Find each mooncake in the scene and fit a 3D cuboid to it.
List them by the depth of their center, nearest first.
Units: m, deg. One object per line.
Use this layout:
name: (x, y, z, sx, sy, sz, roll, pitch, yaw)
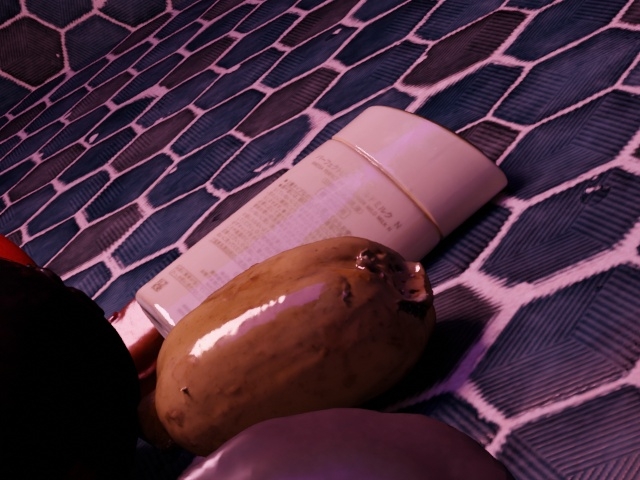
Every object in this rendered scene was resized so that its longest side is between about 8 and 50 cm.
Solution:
mooncake: (0.008, 0.210, 0.778, 0.245, 0.133, 0.245, -3, 44, 3)

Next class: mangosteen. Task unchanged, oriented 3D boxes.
mangosteen: (-0.304, 0.163, 1.210, 0.297, 0.297, 0.313, -19, 39, 35)

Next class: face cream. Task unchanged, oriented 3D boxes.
face cream: (0.000, 0.000, 1.347, 0.348, 0.081, 0.173, -40, 58, -14)

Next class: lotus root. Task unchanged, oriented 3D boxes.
lotus root: (-0.037, 0.096, 1.174, 0.284, 0.146, 0.160, -32, 6, 15)

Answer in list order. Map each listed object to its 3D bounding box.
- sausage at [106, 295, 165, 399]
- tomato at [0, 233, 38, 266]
sausage: (-0.225, 0.145, 1.417, 0.330, 0.102, 0.102, -36, 21, -1)
tomato: (-0.475, 0.100, 1.709, 0.299, 0.226, 0.298, -30, 18, 11)
